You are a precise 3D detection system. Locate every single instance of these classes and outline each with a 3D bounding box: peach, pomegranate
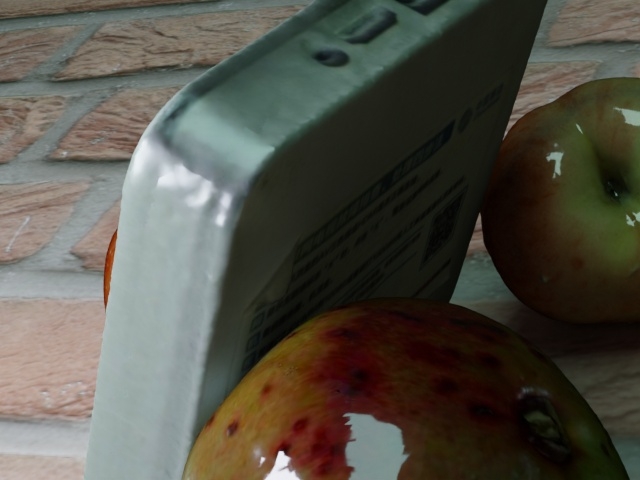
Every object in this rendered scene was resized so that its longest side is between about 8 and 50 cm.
[{"bbox_3d":[0.241,-0.027,1.256,0.232,0.232,0.232,-11,28,6],"label":"peach"},{"bbox_3d":[0.042,0.206,0.888,0.291,0.323,0.291,18,21,-7],"label":"pomegranate"}]

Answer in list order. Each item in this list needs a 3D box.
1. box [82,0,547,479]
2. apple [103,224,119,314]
[{"bbox_3d":[0.000,-0.001,1.064,0.111,0.396,0.396,30,42,19],"label":"box"},{"bbox_3d":[-0.098,0.040,1.289,0.181,0.168,0.181,-16,21,6],"label":"apple"}]
